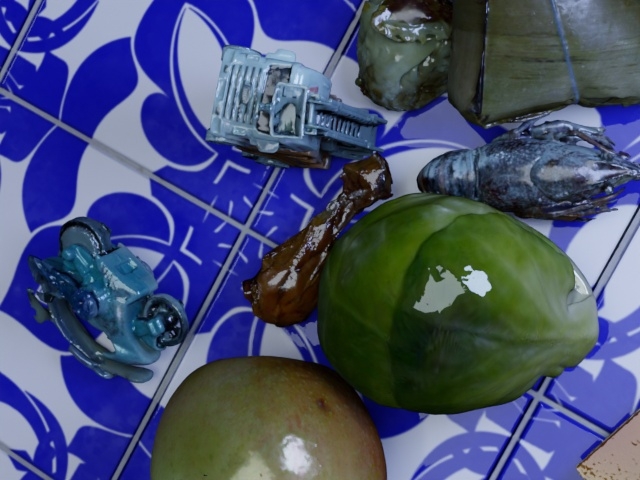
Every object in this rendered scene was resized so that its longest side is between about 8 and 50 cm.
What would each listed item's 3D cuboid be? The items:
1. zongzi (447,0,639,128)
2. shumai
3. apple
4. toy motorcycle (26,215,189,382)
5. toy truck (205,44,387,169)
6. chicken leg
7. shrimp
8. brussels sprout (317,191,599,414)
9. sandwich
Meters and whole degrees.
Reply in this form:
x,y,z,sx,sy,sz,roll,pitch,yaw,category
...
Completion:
x,y,z,sx,sy,sz,roll,pitch,yaw,category
0.362,-0.334,1.440,0.393,0.174,0.356,-2,117,1,zongzi
0.119,-0.278,1.573,0.184,0.142,0.184,-2,83,15,shumai
-0.071,0.294,1.507,0.319,0.319,0.277,-5,85,15,apple
-0.323,0.097,1.683,0.260,0.154,0.206,44,122,10,toy motorcycle
-0.029,-0.170,1.505,0.184,0.338,0.133,10,89,16,toy truck
0.000,0.000,1.601,0.113,0.093,0.304,31,104,-20,chicken leg
0.311,-0.110,1.511,0.372,0.137,0.172,-3,82,16,shrimp
0.176,0.086,1.460,0.354,0.281,0.289,7,106,-8,brussels sprout
0.425,0.286,1.494,0.162,0.058,0.193,-9,87,16,sandwich
